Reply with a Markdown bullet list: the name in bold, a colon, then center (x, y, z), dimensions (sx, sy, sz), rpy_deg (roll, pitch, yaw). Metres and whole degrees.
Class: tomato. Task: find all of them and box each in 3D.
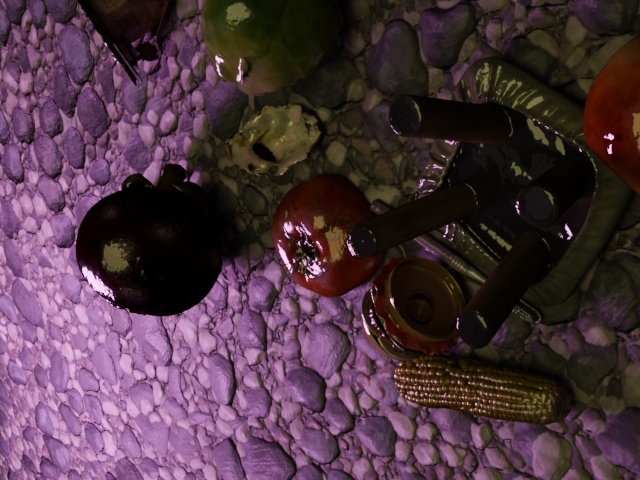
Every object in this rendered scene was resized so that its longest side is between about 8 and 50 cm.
- **tomato**: center (0.000, 0.000, 1.593), dimensions (0.237, 0.095, 0.237), rpy_deg (18, 118, 38)

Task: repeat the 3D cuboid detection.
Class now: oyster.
- **oyster**: center (-0.081, -0.174, 1.632), dimensions (0.209, 0.072, 0.133), rpy_deg (-33, 74, 26)

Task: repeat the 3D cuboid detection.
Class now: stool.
- **stool**: center (0.234, -0.059, 1.252), dimensions (0.310, 0.226, 0.310), rpy_deg (38, 129, 26)

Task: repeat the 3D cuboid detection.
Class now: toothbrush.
- **toothbrush**: center (0.210, 0.030, 1.446), dimensions (0.354, 0.029, 0.024), rpy_deg (37, 115, 29)

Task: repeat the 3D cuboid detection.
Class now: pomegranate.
- **pomegranate**: center (0.419, -0.144, 1.053), dimensions (0.209, 0.209, 0.209), rpy_deg (18, 117, 39)

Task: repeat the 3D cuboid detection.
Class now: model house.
- **model house**: center (-0.398, -0.483, 1.791), dimensions (0.294, 0.154, 0.207), rpy_deg (56, 179, 25)

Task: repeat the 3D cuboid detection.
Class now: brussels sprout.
- **brussels sprout**: center (-0.088, -0.354, 1.459), dimensions (0.244, 0.244, 0.244), rpy_deg (18, 117, 39)

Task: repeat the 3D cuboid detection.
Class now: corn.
- **corn**: center (0.250, 0.240, 1.448), dimensions (0.320, 0.097, 0.097), rpy_deg (4, 108, 41)

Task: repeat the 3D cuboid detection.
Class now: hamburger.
- **hamburger**: center (0.141, 0.116, 1.454), dimensions (0.175, 0.175, 0.137), rpy_deg (60, 142, 9)

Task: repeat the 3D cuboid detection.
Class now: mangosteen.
- **mangosteen**: center (-0.332, 0.010, 1.793), dimensions (0.293, 0.297, 0.297), rpy_deg (-47, 67, 3)
